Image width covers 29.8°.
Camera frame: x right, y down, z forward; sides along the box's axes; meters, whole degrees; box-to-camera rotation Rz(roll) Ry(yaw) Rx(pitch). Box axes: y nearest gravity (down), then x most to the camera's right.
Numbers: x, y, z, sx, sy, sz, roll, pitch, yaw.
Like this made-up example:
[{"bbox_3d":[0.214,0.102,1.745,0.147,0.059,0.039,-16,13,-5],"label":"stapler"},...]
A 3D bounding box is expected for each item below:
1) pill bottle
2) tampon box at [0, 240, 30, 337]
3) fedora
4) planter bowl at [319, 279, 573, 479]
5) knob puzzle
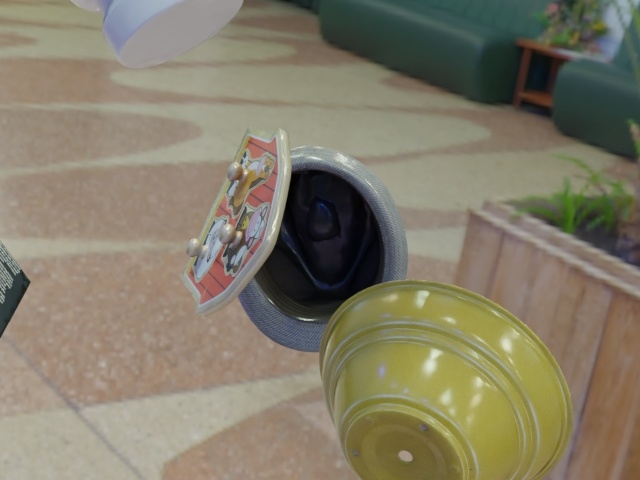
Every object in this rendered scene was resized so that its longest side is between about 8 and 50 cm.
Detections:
[{"bbox_3d":[-0.251,-0.408,1.451,0.210,0.210,0.363,-18,76,-55],"label":"pill bottle"},{"bbox_3d":[-0.388,0.070,1.200,0.120,0.101,0.161,-15,33,23],"label":"tampon box"},{"bbox_3d":[0.000,0.000,1.615,0.243,0.276,0.124,-11,15,13],"label":"fedora"},{"bbox_3d":[0.080,0.145,0.944,0.217,0.217,0.090,16,36,19],"label":"planter bowl"},{"bbox_3d":[-0.082,-0.020,1.129,0.030,0.213,0.213,24,13,-22],"label":"knob puzzle"}]
